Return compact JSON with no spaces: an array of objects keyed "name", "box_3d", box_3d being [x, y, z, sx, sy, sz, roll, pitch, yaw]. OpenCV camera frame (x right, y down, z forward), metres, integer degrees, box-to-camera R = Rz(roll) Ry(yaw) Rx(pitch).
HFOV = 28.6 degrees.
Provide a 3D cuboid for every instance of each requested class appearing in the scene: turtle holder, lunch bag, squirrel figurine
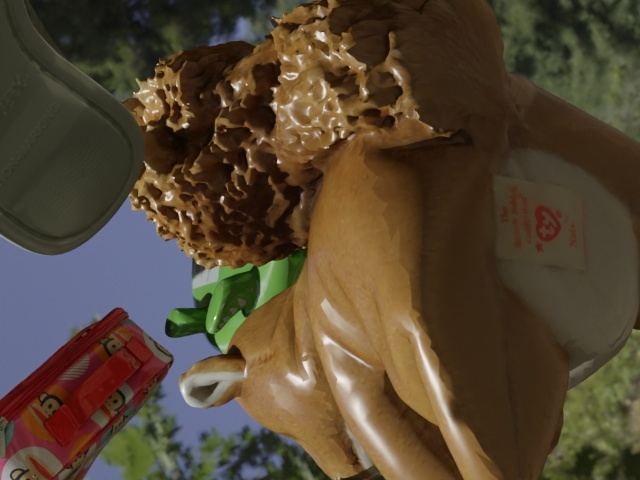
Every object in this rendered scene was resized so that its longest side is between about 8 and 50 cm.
[{"name":"turtle holder","box_3d":[-0.005,-0.012,1.237,0.227,0.320,0.243,10,-131,-23]},{"name":"lunch bag","box_3d":[-0.284,0.203,1.337,0.120,0.258,0.293,45,-145,0]},{"name":"squirrel figurine","box_3d":[0.032,0.013,0.921,0.281,0.370,0.397,-36,-86,-34]}]

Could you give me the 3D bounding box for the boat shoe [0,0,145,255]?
[{"name":"boat shoe","box_3d":[-0.167,-0.082,0.501,0.091,0.114,0.302,34,165,21]}]
